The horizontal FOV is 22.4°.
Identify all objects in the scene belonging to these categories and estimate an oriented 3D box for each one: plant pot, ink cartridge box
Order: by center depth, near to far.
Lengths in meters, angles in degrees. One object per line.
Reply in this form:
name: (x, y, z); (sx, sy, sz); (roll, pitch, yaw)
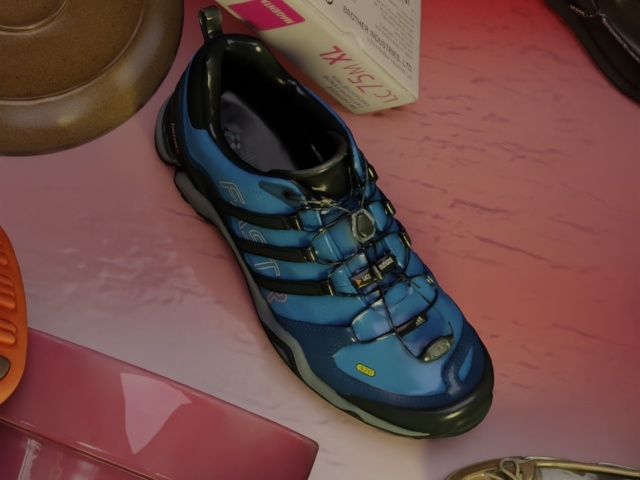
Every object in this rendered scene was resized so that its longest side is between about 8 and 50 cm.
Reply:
plant pot: (-0.125, 0.162, 0.922); (0.201, 0.201, 0.180); (22, 81, -1)
ink cartridge box: (0.007, -0.264, 1.115); (0.065, 0.186, 0.311); (-8, 66, 30)
plant pot: (-0.211, -0.172, 1.115); (0.236, 0.032, 0.236); (3, 69, -8)

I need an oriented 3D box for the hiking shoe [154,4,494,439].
hiking shoe: (0.000, 0.000, 1.030); (0.113, 0.132, 0.304); (-39, 79, -20)

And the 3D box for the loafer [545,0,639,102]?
loafer: (0.221, -0.175, 1.168); (0.220, 0.078, 0.080); (42, 68, 7)

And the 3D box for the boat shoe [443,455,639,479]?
boat shoe: (0.154, 0.164, 1.039); (0.153, 0.048, 0.056); (6, 68, -8)

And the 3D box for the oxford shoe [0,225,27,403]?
oxford shoe: (-0.278, 0.008, 0.923); (0.132, 0.130, 0.363); (-57, 45, 13)
